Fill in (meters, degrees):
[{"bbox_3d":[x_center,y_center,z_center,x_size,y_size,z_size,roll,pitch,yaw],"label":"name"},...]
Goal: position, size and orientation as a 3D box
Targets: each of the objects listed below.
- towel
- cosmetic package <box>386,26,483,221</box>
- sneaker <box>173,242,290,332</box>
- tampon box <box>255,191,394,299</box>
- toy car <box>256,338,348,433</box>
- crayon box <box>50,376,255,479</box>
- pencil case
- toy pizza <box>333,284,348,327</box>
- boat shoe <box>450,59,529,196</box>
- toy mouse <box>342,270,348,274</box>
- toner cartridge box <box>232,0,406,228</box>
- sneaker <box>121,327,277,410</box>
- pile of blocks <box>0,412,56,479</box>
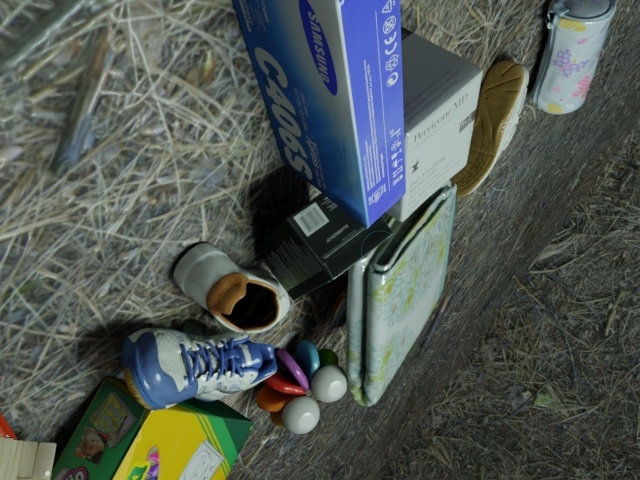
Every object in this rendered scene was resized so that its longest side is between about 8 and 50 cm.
[{"bbox_3d":[0.147,0.086,1.160,0.320,0.090,0.374,-46,146,-40],"label":"towel"},{"bbox_3d":[0.107,-0.159,0.839,0.151,0.151,0.183,-42,152,-20],"label":"cosmetic package"},{"bbox_3d":[-0.098,0.101,0.891,0.105,0.123,0.290,-53,155,0],"label":"sneaker"},{"bbox_3d":[0.000,0.000,0.867,0.120,0.101,0.161,-37,-179,-26],"label":"tampon box"},{"bbox_3d":[-0.049,0.271,1.196,0.182,0.159,0.136,-46,117,-9],"label":"toy car"},{"bbox_3d":[-0.285,0.406,0.917,0.362,0.106,0.313,-62,154,-8],"label":"crayon box"},{"bbox_3d":[0.498,-0.375,1.222,0.124,0.113,0.273,-35,151,-9],"label":"pencil case"},{"bbox_3d":[0.079,0.088,1.230,0.201,0.032,0.201,-50,166,-18],"label":"toy pizza"},{"bbox_3d":[0.333,-0.210,1.193,0.096,0.098,0.277,-14,135,-50],"label":"boat shoe"},{"bbox_3d":[0.070,0.017,1.148,0.161,0.031,0.143,-48,154,-5],"label":"toy mouse"},{"bbox_3d":[0.005,-0.167,0.656,0.075,0.165,0.347,-43,152,-15],"label":"toner cartridge box"},{"bbox_3d":[-0.155,0.162,0.848,0.131,0.111,0.296,-19,166,11],"label":"sneaker"},{"bbox_3d":[-0.398,0.227,0.630,0.362,0.149,0.112,84,7,-67],"label":"pile of blocks"}]
